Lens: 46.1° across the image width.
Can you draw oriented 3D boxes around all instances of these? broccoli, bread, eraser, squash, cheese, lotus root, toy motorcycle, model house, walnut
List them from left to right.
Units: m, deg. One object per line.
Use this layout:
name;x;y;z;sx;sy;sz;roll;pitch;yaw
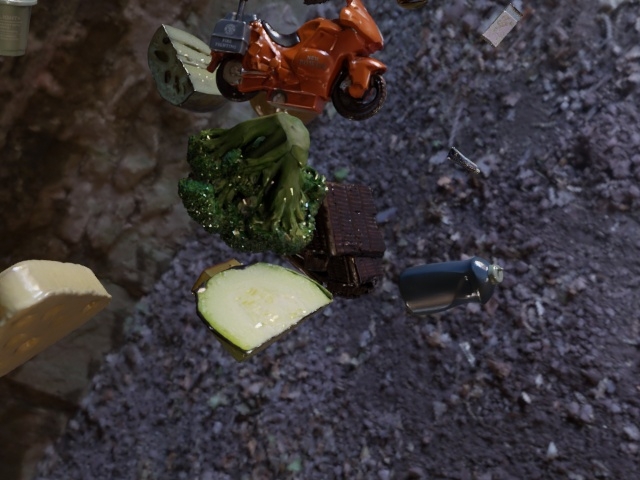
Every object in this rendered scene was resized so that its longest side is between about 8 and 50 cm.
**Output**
cheese;-0.612;0.151;1.548;0.384;0.104;0.384;-38;-7;-6
lotus root;-0.385;-0.510;2.345;0.149;0.260;0.267;-38;69;29
bread;-0.268;0.101;2.087;0.049;0.226;0.088;36;114;15
squash;-0.100;0.116;1.161;0.184;0.192;0.085;30;133;38
broccoli;-0.113;-0.112;1.406;0.275;0.308;0.308;-38;39;41
walnut;-0.073;-0.384;1.856;0.228;0.228;0.228;-35;41;38
toy motorcycle;-0.032;-0.326;1.263;0.326;0.148;0.221;12;88;18
model house;0.000;0.000;1.753;0.282;0.297;0.317;-136;37;-85
eraser;0.358;-0.423;1.482;0.083;0.038;0.019;-48;3;0

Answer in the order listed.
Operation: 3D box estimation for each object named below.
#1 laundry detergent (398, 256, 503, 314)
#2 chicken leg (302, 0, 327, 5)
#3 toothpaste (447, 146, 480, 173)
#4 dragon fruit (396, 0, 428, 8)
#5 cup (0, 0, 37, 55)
laundry detergent;0.243;0.078;1.364;0.206;0.096;0.061;-16;14;40
chicken leg;0.012;-0.698;2.101;0.234;0.105;0.063;-138;36;-76
toothpaste;0.312;-0.170;1.632;0.027;0.083;0.019;-55;14;17
dragon fruit;0.276;-0.790;2.072;0.226;0.305;0.305;42;105;34
cup;-0.669;-0.472;1.608;0.120;0.120;0.141;-130;43;-57
